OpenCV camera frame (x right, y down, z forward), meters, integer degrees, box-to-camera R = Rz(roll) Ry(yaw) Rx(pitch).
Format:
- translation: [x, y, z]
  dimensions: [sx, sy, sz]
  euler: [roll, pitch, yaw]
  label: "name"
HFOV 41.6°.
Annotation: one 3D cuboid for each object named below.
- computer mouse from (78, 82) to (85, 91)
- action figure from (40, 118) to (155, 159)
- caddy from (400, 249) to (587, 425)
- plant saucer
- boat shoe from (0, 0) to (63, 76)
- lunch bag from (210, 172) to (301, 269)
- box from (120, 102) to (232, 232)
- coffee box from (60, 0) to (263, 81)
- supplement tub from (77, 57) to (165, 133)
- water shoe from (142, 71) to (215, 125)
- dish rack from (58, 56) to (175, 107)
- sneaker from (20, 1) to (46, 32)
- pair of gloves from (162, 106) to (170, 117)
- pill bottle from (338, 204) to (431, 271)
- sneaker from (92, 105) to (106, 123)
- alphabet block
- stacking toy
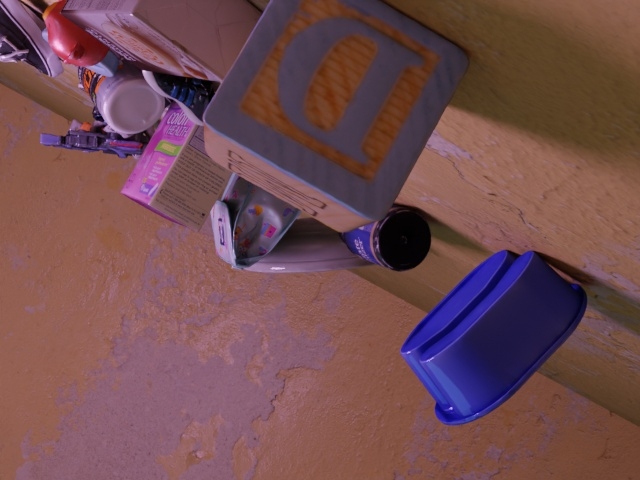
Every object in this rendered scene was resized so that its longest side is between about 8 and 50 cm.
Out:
- translation: [-0.522, -0.374, 2.090]
  dimensions: [0.193, 0.042, 0.106]
  euler: [19, 175, 29]
  label: "computer mouse"
- translation: [-0.592, -0.318, 2.289]
  dimensions: [0.342, 0.178, 0.330]
  euler: [3, -176, -32]
  label: "action figure"
- translation: [0.308, 0.172, 1.469]
  dimensions: [0.179, 0.341, 0.241]
  euler: [47, 172, -9]
  label: "caddy"
- translation: [0.000, 0.000, 2.024]
  dimensions: [0.401, 0.100, 0.400]
  euler: [-5, -173, 1]
  label: "plant saucer"
- translation: [-0.595, -0.396, 1.610]
  dimensions: [0.113, 0.105, 0.306]
  euler: [50, 172, 17]
  label: "boat shoe"
- translation: [-0.147, -0.064, 1.863]
  dimensions: [0.160, 0.262, 0.223]
  euler: [31, 175, -19]
  label: "lunch bag"
- translation: [-0.266, -0.160, 1.683]
  dimensions: [0.117, 0.242, 0.214]
  euler: [32, 174, -28]
  label: "box"
- translation: [-0.200, -0.278, 1.038]
  dimensions: [0.141, 0.098, 0.247]
  euler: [33, 173, -36]
  label: "coffee box"
- translation: [-0.366, -0.286, 1.522]
  dimensions: [0.117, 0.117, 0.190]
  euler: [36, -169, -49]
  label: "supplement tub"
- translation: [-0.229, -0.275, 1.473]
  dimensions: [0.080, 0.072, 0.203]
  euler: [-7, 154, 27]
  label: "water shoe"
- translation: [-0.432, -0.343, 1.706]
  dimensions: [0.271, 0.074, 0.208]
  euler: [41, 169, -18]
  label: "dish rack"
- translation: [-0.751, -0.428, 1.715]
  dimensions: [0.323, 0.236, 0.130]
  euler: [31, 174, -17]
  label: "sneaker"
- translation: [-0.275, -0.256, 1.904]
  dimensions: [0.240, 0.042, 0.204]
  euler: [31, 174, -14]
  label: "pair of gloves"
- translation: [0.119, -0.015, 1.683]
  dimensions: [0.123, 0.122, 0.219]
  euler: [31, 176, -23]
  label: "pill bottle"
- translation: [-0.491, -0.329, 1.901]
  dimensions: [0.217, 0.121, 0.079]
  euler: [24, 171, 43]
  label: "sneaker"
- translation: [0.006, -0.134, 0.861]
  dimensions: [0.193, 0.192, 0.197]
  euler: [31, 173, -5]
  label: "alphabet block"
- translation: [-0.426, -0.356, 1.303]
  dimensions: [0.280, 0.130, 0.309]
  euler: [30, 174, -11]
  label: "stacking toy"
